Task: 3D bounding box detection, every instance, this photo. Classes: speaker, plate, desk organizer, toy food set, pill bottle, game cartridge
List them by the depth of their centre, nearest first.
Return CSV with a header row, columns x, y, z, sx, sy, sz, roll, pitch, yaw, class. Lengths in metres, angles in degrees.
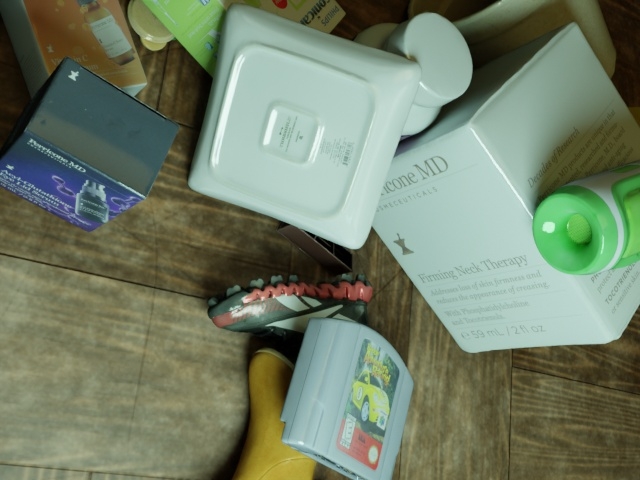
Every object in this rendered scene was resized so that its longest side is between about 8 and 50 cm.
x,y,z,sx,sy,sz,roll,pitch,yaw,class
-0.035,-0.147,1.025,0.278,0.277,0.045,20,21,7,plate
0.430,-0.042,1.042,0.297,0.131,0.131,-17,89,-34,speaker
0.050,0.228,1.070,0.294,0.060,0.195,45,51,-51,game cartridge
-0.246,-0.328,1.117,0.083,0.020,0.082,51,57,-14,toy food set
0.078,-0.223,1.138,0.169,0.302,0.169,9,75,-33,pill bottle
0.000,0.000,1.189,0.130,0.050,0.047,39,61,-21,desk organizer

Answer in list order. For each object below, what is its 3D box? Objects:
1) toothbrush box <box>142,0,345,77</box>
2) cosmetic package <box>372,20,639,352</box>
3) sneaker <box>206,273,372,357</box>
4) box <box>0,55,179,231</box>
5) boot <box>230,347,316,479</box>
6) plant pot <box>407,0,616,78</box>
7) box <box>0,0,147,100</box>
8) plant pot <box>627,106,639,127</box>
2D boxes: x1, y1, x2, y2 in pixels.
x,y,z,sx,sy,sz,roll,pitch,yaw,class
-0.129,-0.374,1.132,0.283,0.122,0.206,48,49,-17,toothbrush box
0.322,-0.071,1.252,0.327,0.329,0.393,-44,104,-31,cosmetic package
-0.034,0.121,1.108,0.276,0.098,0.135,1,76,-35,sneaker
-0.294,-0.108,0.920,0.153,0.207,0.108,31,64,-25,box
-0.086,0.316,1.015,0.211,0.104,0.295,-27,103,-46,boot
0.385,-0.400,1.405,0.305,0.334,0.333,44,58,-31,plant pot
-0.329,-0.263,1.003,0.130,0.091,0.170,-21,91,-35,box
0.589,-0.175,1.543,0.212,0.187,0.212,-8,84,-34,plant pot
